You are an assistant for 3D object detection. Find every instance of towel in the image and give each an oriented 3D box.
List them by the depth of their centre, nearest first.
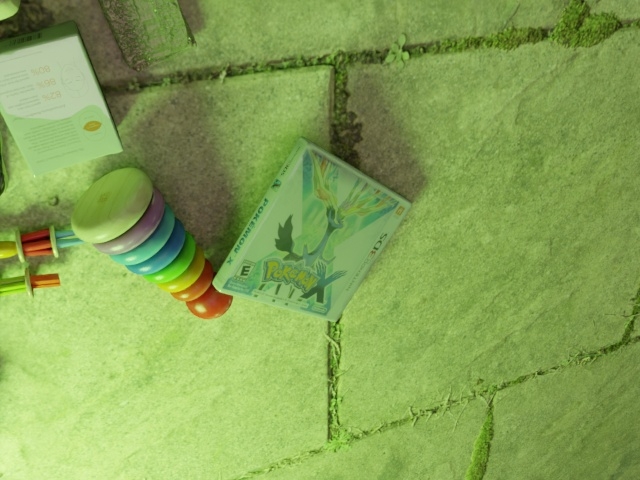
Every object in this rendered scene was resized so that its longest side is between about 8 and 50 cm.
[{"bbox_3d":[-0.251,-0.323,0.827,0.110,0.027,0.148,-25,129,-8],"label":"towel"}]

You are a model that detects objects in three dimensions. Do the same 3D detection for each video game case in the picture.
[{"bbox_3d":[0.000,0.000,1.092,0.329,0.036,0.300,23,103,-46],"label":"video game case"}]

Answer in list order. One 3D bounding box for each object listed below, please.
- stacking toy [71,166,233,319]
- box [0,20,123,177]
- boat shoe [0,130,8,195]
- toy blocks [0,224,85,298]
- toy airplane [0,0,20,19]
[{"bbox_3d":[-0.257,0.034,0.990,0.141,0.141,0.330,-36,133,-1],"label":"stacking toy"},{"bbox_3d":[-0.369,-0.196,0.809,0.130,0.091,0.170,-20,126,-14],"label":"box"},{"bbox_3d":[-0.479,-0.126,0.827,0.056,0.049,0.152,-14,125,-17],"label":"boat shoe"},{"bbox_3d":[-0.454,0.036,0.940,0.148,0.054,0.123,-9,123,-21],"label":"toy blocks"},{"bbox_3d":[-0.534,-0.197,0.533,0.384,0.386,0.272,-47,155,-26],"label":"toy airplane"}]
